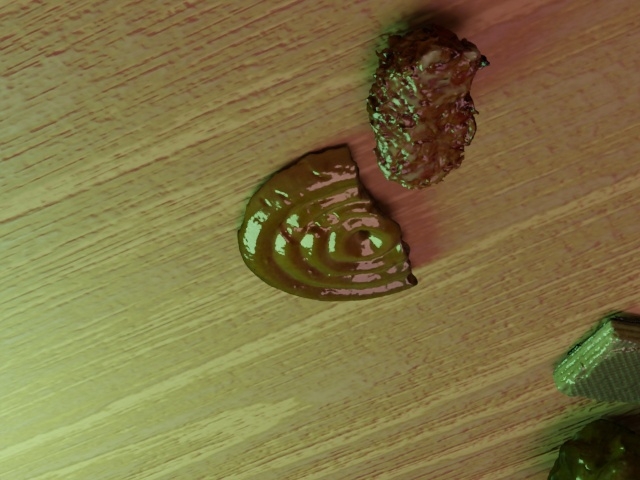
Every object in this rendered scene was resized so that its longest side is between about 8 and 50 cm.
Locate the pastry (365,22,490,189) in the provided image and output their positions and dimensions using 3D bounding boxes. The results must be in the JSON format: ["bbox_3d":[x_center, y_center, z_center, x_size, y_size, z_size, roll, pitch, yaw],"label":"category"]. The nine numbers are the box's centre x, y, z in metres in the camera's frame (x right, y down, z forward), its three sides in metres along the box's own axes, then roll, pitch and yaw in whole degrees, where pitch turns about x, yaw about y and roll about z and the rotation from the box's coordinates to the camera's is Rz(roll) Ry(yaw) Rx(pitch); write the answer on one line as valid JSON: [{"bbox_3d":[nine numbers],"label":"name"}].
[{"bbox_3d":[0.077,-0.111,1.403,0.087,0.063,0.169,-11,143,-14],"label":"pastry"}]

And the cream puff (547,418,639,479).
[{"bbox_3d":[0.342,0.321,1.942,0.196,0.244,0.244,8,144,-6],"label":"cream puff"}]

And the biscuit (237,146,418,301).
[{"bbox_3d":[0.000,0.001,1.573,0.145,0.033,0.224,-15,145,8],"label":"biscuit"}]

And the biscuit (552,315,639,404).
[{"bbox_3d":[0.352,0.133,1.846,0.199,0.040,0.121,9,144,-27],"label":"biscuit"}]
